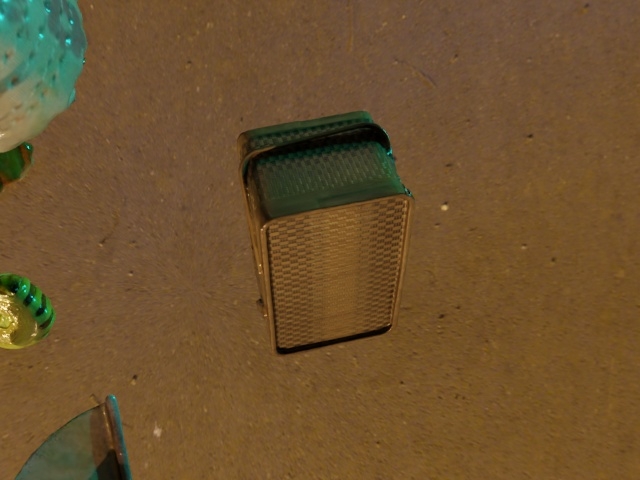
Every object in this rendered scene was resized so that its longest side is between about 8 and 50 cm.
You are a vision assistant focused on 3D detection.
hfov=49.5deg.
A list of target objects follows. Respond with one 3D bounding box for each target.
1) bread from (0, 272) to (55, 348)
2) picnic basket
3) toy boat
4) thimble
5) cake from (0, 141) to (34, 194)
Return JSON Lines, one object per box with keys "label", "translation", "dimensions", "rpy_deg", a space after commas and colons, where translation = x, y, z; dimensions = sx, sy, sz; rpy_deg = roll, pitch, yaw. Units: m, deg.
{"label": "bread", "translation": [-0.500, 0.112, 1.128], "dimensions": [0.129, 0.071, 0.139], "rpy_deg": [-14, 123, 17]}
{"label": "picnic basket", "translation": [0.000, 0.000, 0.788], "dimensions": [0.165, 0.267, 0.139], "rpy_deg": [-11, 48, -10]}
{"label": "toy boat", "translation": [-0.352, 0.422, 1.007], "dimensions": [0.276, 0.111, 0.294], "rpy_deg": [-33, 97, -25]}
{"label": "thimble", "translation": [-0.332, -0.203, 0.667], "dimensions": [0.185, 0.149, 0.211], "rpy_deg": [31, 79, 21]}
{"label": "cake", "translation": [-0.622, -0.114, 0.971], "dimensions": [0.314, 0.306, 0.293], "rpy_deg": [-43, 115, -33]}
